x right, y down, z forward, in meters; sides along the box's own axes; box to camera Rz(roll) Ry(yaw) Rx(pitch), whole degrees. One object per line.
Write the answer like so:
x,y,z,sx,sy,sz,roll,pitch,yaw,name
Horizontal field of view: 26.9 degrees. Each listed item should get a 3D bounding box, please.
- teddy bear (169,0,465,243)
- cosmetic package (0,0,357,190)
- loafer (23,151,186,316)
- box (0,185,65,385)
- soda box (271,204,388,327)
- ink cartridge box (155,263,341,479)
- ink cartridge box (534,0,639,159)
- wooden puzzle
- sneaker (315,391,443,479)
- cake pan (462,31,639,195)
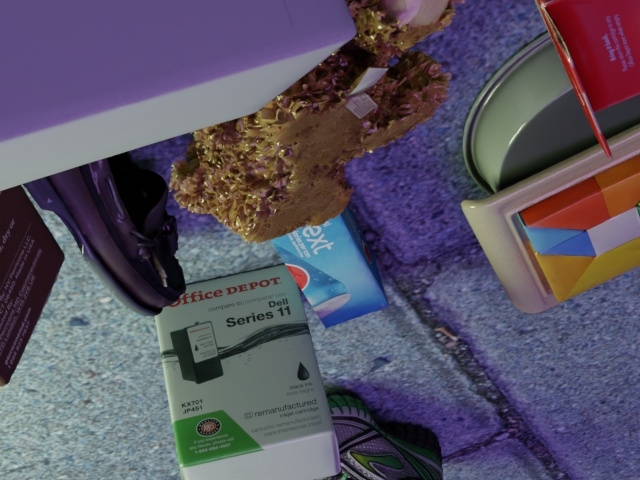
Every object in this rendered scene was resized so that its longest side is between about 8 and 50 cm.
-0.012,-0.129,1.036,0.245,0.113,0.338,-23,158,-11,teddy bear
-0.235,-0.134,0.721,0.453,0.230,0.161,-21,179,-28,cosmetic package
-0.172,-0.036,1.141,0.095,0.109,0.302,-24,141,6,loafer
-0.350,-0.048,0.972,0.191,0.143,0.381,7,147,18,box
0.000,0.000,1.280,0.071,0.067,0.210,-20,144,7,soda box
-0.076,0.138,1.321,0.153,0.208,0.087,-13,142,-4,ink cartridge box
0.187,-0.188,0.948,0.078,0.231,0.134,-24,144,12,ink cartridge box
0.275,-0.017,1.281,0.239,0.044,0.221,-22,144,10,wooden puzzle
0.043,0.284,1.616,0.343,0.146,0.134,23,130,-40,sneaker
0.281,-0.104,1.251,0.293,0.054,0.293,-10,144,-7,cake pan
